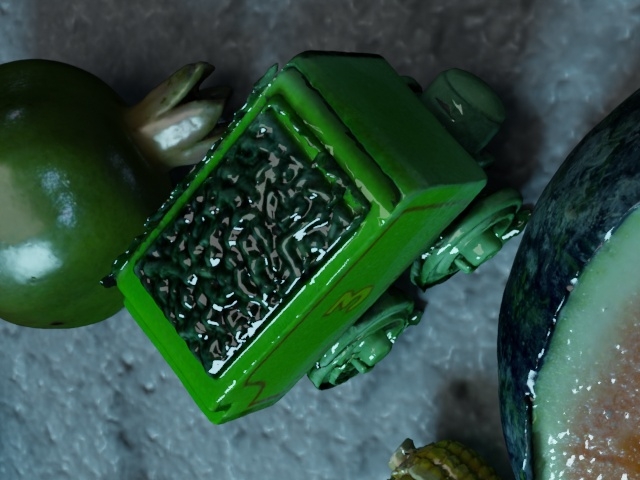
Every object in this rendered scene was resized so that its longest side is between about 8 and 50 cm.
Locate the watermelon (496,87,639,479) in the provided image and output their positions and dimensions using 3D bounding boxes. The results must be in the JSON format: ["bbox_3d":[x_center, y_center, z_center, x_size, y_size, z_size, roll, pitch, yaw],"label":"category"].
[{"bbox_3d":[0.193,0.072,0.632,0.226,0.148,0.318,2,101,25],"label":"watermelon"}]

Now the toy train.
[{"bbox_3d":[0.000,0.000,0.709,0.132,0.188,0.243,52,120,18],"label":"toy train"}]

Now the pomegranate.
[{"bbox_3d":[-0.158,-0.045,0.824,0.225,0.187,0.187,-30,81,8],"label":"pomegranate"}]

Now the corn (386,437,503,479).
[{"bbox_3d":[0.124,0.216,0.729,0.238,0.080,0.080,50,120,14],"label":"corn"}]
